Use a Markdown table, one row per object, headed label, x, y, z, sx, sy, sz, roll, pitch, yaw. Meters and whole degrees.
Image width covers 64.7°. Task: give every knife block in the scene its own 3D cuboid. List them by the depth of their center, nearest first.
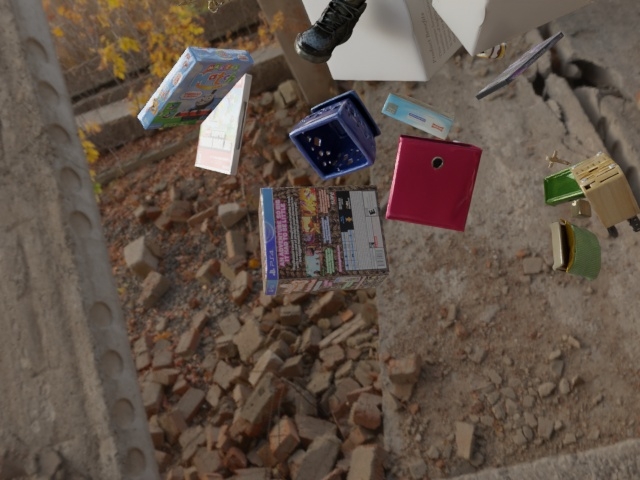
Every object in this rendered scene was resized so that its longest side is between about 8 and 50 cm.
| label | x | y | z | sx | sy | sz | roll | pitch | yaw |
| --- | --- | --- | --- | --- | --- | --- | --- | --- | --- |
| knife block | 0.718 | -0.086 | 1.234 | 0.088 | 0.242 | 0.276 | -32 | 6 | 26 |

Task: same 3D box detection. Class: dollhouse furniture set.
| label | x | y | z | sx | sy | sz | roll | pitch | yaw |
| --- | --- | --- | --- | --- | --- | --- | --- | --- | --- |
| dollhouse furniture set | 0.787 | -0.051 | 1.473 | 0.151 | 0.197 | 0.302 | -24 | 59 | 58 |

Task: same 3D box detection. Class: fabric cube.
| label | x | y | z | sx | sy | sz | roll | pitch | yaw |
| --- | --- | --- | --- | --- | --- | --- | --- | --- | --- |
| fabric cube | 0.359 | -0.197 | 1.647 | 0.254 | 0.258 | 0.259 | 11 | 15 | 7 |

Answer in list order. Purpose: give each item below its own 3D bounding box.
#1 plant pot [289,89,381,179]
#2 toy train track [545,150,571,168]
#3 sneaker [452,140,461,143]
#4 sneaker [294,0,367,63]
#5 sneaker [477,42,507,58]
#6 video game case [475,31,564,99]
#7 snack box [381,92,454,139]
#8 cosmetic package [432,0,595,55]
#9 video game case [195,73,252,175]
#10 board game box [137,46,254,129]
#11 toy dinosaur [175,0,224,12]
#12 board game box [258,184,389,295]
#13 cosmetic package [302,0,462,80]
| label | x | y | z | sx | sy | sz | roll | pitch | yaw |
| --- | --- | --- | --- | --- | --- | --- | --- | --- | --- |
| plant pot | 0.069 | -0.389 | 1.823 | 0.235 | 0.236 | 0.212 | -12 | 40 | 39 |
| toy train track | 0.641 | -0.212 | 1.353 | 0.083 | 0.048 | 0.014 | 9 | 17 | -20 |
| sneaker | 0.450 | -0.244 | 1.863 | 0.258 | 0.094 | 0.091 | -55 | 41 | 19 |
| sneaker | 0.023 | -0.463 | 1.066 | 0.087 | 0.130 | 0.227 | 35 | 48 | 3 |
| sneaker | 0.535 | -0.642 | 1.668 | 0.083 | 0.070 | 0.185 | 3 | 23 | -15 |
| video game case | 0.688 | -0.605 | 1.762 | 0.274 | 0.026 | 0.196 | -40 | 8 | -9 |
| snack box | 0.294 | -0.370 | 1.478 | 0.187 | 0.060 | 0.322 | 26 | 21 | 7 |
| cosmetic package | 0.400 | -0.503 | 0.881 | 0.365 | 0.197 | 0.155 | -24 | 69 | -7 |
| video game case | -0.293 | -0.348 | 1.497 | 0.204 | 0.025 | 0.285 | 18 | 101 | 44 |
| board game box | -0.255 | -0.309 | 1.033 | 0.211 | 0.039 | 0.160 | -36 | -7 | 37 |
| toy dinosaur | -0.315 | -0.695 | 1.422 | 0.183 | 0.092 | 0.053 | -28 | 36 | 22 |
| board game box | 0.000 | 0.000 | 1.240 | 0.290 | 0.141 | 0.232 | -2 | 69 | -9 |
| cosmetic package | 0.205 | -0.652 | 1.276 | 0.327 | 0.329 | 0.394 | 19 | 57 | 44 |
